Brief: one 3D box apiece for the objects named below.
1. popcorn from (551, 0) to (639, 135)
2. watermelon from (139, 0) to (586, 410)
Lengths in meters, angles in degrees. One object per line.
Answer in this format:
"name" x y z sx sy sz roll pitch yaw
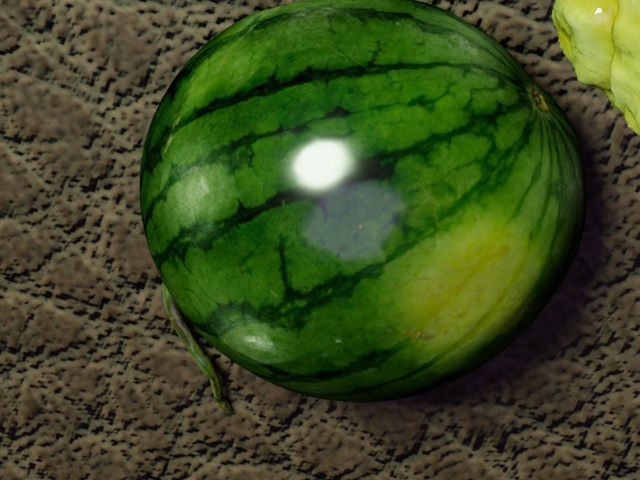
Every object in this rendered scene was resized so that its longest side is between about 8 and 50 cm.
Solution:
"popcorn" 0.226 -0.128 0.778 0.237 0.206 0.251 35 102 8
"watermelon" 0.006 -0.004 0.897 0.232 0.127 0.204 -15 113 20
